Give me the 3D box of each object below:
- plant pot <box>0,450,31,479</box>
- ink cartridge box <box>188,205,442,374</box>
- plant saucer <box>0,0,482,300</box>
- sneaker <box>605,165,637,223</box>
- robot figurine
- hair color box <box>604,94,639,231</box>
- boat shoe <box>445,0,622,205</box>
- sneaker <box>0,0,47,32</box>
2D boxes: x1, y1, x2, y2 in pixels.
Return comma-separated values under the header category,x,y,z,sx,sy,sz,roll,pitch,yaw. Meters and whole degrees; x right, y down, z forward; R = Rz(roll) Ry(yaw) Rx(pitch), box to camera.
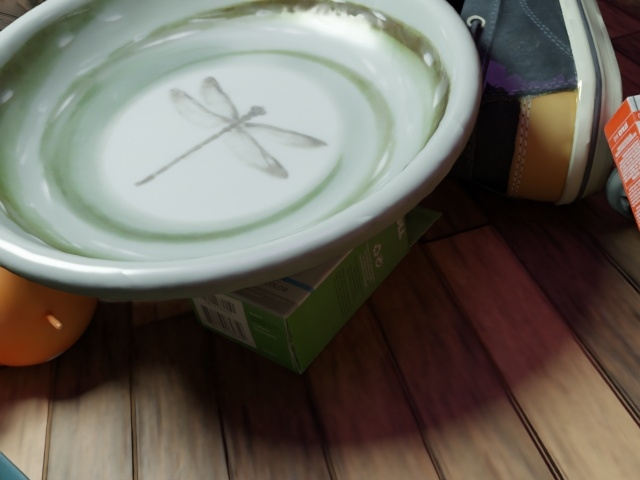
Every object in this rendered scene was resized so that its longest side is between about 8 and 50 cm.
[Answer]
category,x,y,z,sx,sy,sz,roll,pitch,yaw
plant pot,-0.251,0.195,0.216,0.341,0.341,0.334,26,61,39
ink cartridge box,0.000,0.000,0.572,0.109,0.062,0.209,19,48,34
plant saucer,-0.081,-0.094,0.550,0.400,0.100,0.400,-4,47,4
sneaker,0.320,-0.075,0.568,0.234,0.078,0.106,-18,33,-9
robot figurine,-0.272,0.035,0.556,0.219,0.158,0.128,2,81,18
hair color box,0.262,-0.020,0.461,0.093,0.053,0.167,-13,75,0
boat shoe,0.168,-0.225,0.712,0.156,0.187,0.500,0,45,7
sneaker,-0.273,-0.261,0.661,0.365,0.210,0.137,-17,-12,32
